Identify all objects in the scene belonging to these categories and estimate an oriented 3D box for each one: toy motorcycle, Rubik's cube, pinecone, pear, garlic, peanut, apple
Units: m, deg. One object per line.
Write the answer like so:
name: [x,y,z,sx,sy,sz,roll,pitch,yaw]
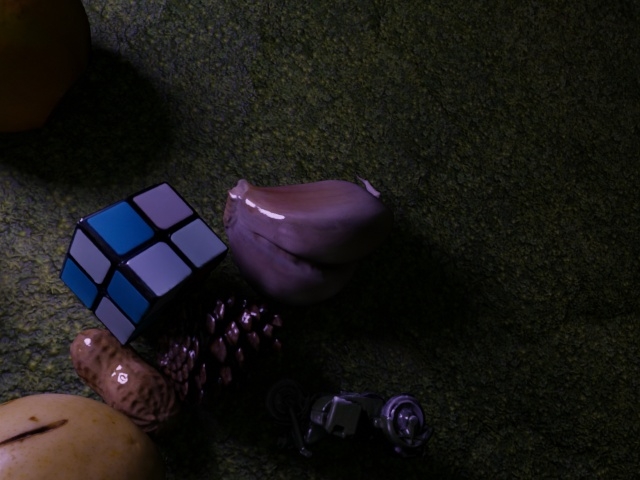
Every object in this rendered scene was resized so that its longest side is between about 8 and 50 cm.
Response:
toy motorcycle: [0.049,0.314,0.802,0.276,0.205,0.127,13,72,-17]
Rubik's cube: [-0.291,0.036,0.776,0.167,0.183,0.180,46,44,2]
pinecone: [-0.169,0.178,0.800,0.205,0.184,0.179,3,56,-46]
pear: [-0.372,0.364,0.624,0.310,0.309,0.308,4,73,-14]
garlic: [0.000,0.000,0.920,0.340,0.231,0.246,-12,32,-34]
peanut: [-0.322,0.233,0.775,0.226,0.108,0.095,44,59,3]
apple: [-0.579,-0.369,0.793,0.375,0.373,0.383,0,35,-15]
